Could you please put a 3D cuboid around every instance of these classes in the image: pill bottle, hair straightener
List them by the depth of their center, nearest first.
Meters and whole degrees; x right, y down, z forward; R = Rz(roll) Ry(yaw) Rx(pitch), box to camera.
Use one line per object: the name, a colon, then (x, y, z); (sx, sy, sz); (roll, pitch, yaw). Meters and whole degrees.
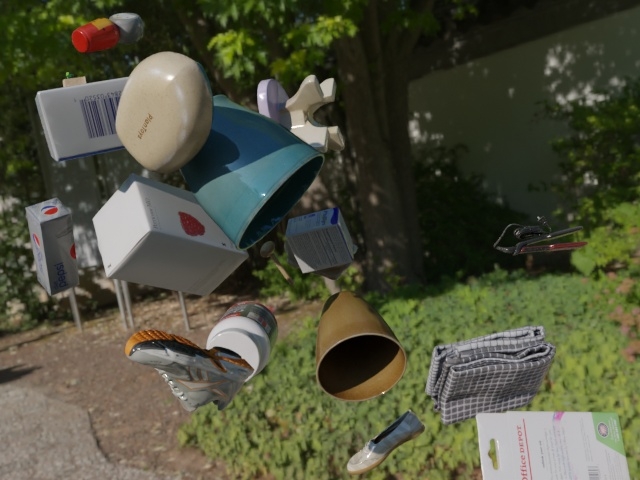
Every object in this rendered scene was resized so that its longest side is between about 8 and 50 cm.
hair straightener: (0.534, -0.013, 1.700); (0.230, 0.089, 0.047); (-8, -13, -4)
pill bottle: (-0.260, 0.337, 2.297); (0.210, 0.210, 0.363); (-11, 6, 4)

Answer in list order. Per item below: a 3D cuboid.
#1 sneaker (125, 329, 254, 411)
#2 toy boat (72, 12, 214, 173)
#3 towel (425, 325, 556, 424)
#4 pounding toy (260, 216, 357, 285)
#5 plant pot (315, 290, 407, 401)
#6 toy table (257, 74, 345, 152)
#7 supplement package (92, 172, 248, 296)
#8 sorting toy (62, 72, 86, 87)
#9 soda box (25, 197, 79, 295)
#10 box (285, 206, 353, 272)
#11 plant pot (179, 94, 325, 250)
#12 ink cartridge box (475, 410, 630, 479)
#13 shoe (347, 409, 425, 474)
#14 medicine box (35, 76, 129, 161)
sneaker: (-0.237, 0.243, 1.227); (0.262, 0.121, 0.099); (26, 1, -40)
toy boat: (-0.321, -0.301, 1.320); (0.267, 0.318, 0.148); (-38, 1, 44)
towel: (0.408, 0.330, 1.687); (0.283, 0.121, 0.235); (-10, -40, -8)
pounding toy: (-0.039, 0.039, 2.074); (0.269, 0.155, 0.154); (19, 39, -1)
plant pot: (0.086, 0.260, 1.867); (0.237, 0.237, 0.254); (-11, 34, -3)
toy table: (-0.045, -0.324, 1.854); (0.160, 0.252, 0.274); (-6, -25, 19)
supplement package: (-0.349, -0.005, 1.629); (0.175, 0.178, 0.292); (-42, -35, 26)
sorting toy: (-0.667, -0.427, 1.883); (0.062, 0.083, 0.012); (-13, -26, -9)
soda box: (-0.786, 0.021, 2.044); (0.098, 0.286, 0.091); (-25, 50, -36)
box: (0.000, 0.000, 1.713); (0.137, 0.126, 0.072); (-13, 36, 16)
plant pot: (-0.174, -0.162, 1.481); (0.272, 0.255, 0.272); (-47, -7, -8)
ink cartridge box: (0.538, 0.522, 1.662); (0.353, 0.207, 0.119); (2, -26, -5)
shoe: (0.152, 0.494, 1.702); (0.219, 0.058, 0.076); (-31, 9, -10)
medicine box: (-0.488, -0.281, 1.566); (0.263, 0.149, 0.289); (-16, 14, -20)
